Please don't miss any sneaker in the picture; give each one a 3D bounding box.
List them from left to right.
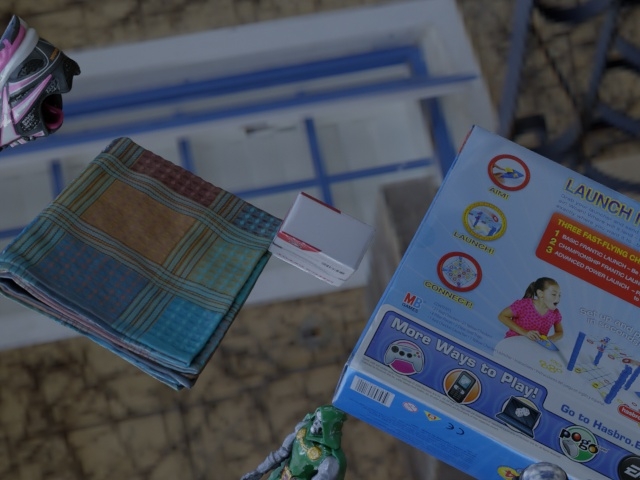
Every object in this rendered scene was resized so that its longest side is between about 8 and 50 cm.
[{"bbox_3d":[-0.256,-0.103,1.251,0.178,0.077,0.072,-45,21,49],"label":"sneaker"}]

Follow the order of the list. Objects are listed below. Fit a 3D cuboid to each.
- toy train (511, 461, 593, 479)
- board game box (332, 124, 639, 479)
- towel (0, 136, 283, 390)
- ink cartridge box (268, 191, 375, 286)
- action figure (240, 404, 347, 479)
[{"bbox_3d":[0.131,0.218,0.875,0.105,0.080,0.184,-87,-6,-57],"label":"toy train"},{"bbox_3d":[0.213,0.084,1.391,0.302,0.308,0.086,-60,-7,-32],"label":"board game box"},{"bbox_3d":[-0.210,0.011,1.843,0.040,0.271,0.370,-63,-2,34],"label":"towel"},{"bbox_3d":[0.000,0.000,1.732,0.056,0.099,0.135,-64,3,-12],"label":"ink cartridge box"},{"bbox_3d":[-0.032,0.252,1.465,0.137,0.063,0.232,48,121,44],"label":"action figure"}]
